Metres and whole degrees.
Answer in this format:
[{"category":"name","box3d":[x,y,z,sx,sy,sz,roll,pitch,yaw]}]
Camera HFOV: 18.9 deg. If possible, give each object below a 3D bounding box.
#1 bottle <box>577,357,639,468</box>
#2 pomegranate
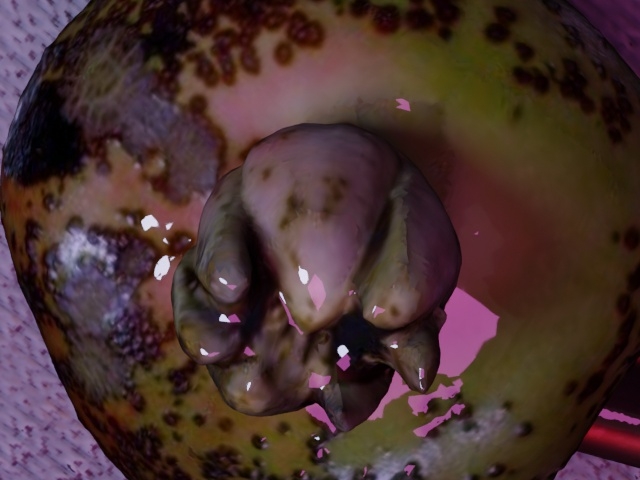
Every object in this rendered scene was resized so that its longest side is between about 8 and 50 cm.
[{"category":"bottle","box3d":[0.119,0.073,0.938,0.164,0.060,0.060,15,112,-5]},{"category":"pomegranate","box3d":[0.000,0.000,0.750,0.285,0.340,0.285,1,97,6]}]
